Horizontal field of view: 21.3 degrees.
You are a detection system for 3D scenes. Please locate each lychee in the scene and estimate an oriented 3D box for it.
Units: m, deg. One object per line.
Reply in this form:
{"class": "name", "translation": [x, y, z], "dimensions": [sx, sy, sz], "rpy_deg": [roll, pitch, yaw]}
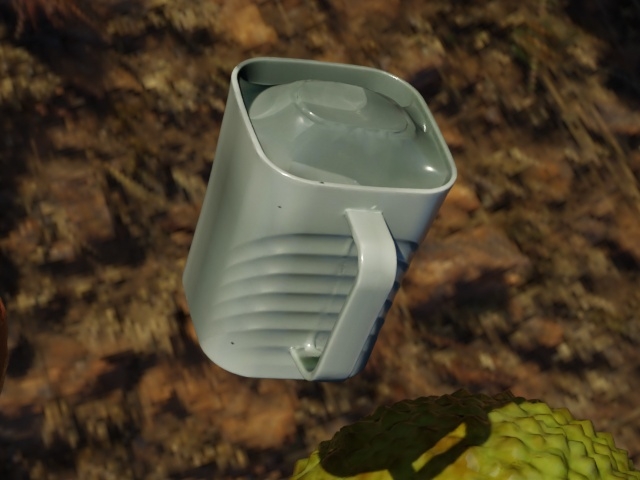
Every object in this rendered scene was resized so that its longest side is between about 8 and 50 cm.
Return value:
{"class": "lychee", "translation": [0.086, 0.222, 1.035], "dimensions": [0.270, 0.270, 0.320], "rpy_deg": [-40, 165, 18]}

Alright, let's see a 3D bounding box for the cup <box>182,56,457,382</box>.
{"class": "cup", "translation": [0.000, 0.000, 0.773], "dimensions": [0.095, 0.128, 0.129], "rpy_deg": [2, 130, -22]}

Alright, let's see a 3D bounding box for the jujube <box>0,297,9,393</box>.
{"class": "jujube", "translation": [-0.290, 0.079, 0.934], "dimensions": [0.232, 0.213, 0.213], "rpy_deg": [-30, 147, -38]}
